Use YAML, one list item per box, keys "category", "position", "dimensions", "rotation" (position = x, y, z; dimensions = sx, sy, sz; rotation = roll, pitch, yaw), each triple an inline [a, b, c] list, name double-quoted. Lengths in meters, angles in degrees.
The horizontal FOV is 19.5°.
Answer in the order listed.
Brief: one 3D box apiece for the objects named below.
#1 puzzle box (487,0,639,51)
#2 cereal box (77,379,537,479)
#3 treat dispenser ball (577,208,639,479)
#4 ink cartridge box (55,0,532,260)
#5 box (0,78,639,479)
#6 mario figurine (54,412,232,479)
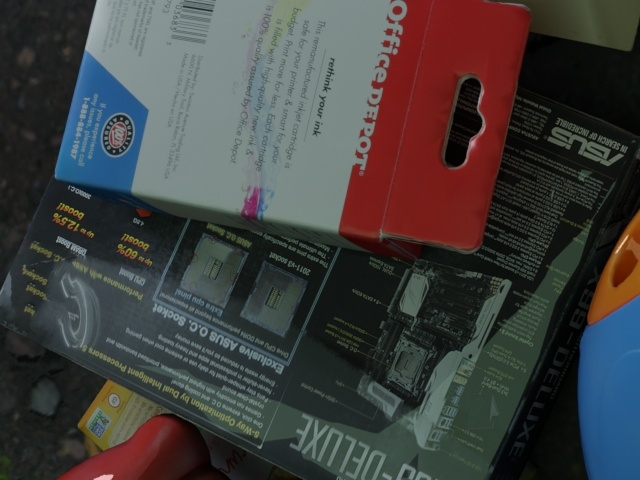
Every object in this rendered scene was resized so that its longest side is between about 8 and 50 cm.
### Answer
- category: "puzzle box"
  position: [-0.006, -0.273, 0.976]
  dimensions: [0.409, 0.052, 0.272]
  rotation: [13, 112, 6]
- category: "cereal box"
  position: [-0.012, 0.126, 1.128]
  dimensions: [0.240, 0.047, 0.173]
  rotation: [40, 113, 13]
- category: "treat dispenser ball"
  position: [0.263, 0.072, 0.860]
  dimensions: [0.288, 0.288, 0.288]
  rotation: [5, 103, 23]
- category: "ink cartridge box"
  position: [-0.007, -0.069, 0.969]
  dimensions: [0.231, 0.078, 0.134]
  rotation: [11, 84, 18]
- category: "box"
  position: [0.000, 0.000, 1.041]
  dimensions: [0.307, 0.076, 0.242]
  rotation: [24, 91, 18]
- category: "mario figurine"
  position: [-0.025, 0.223, 1.022]
  dimensions: [0.320, 0.170, 0.198]
  rotation: [18, 131, 10]
